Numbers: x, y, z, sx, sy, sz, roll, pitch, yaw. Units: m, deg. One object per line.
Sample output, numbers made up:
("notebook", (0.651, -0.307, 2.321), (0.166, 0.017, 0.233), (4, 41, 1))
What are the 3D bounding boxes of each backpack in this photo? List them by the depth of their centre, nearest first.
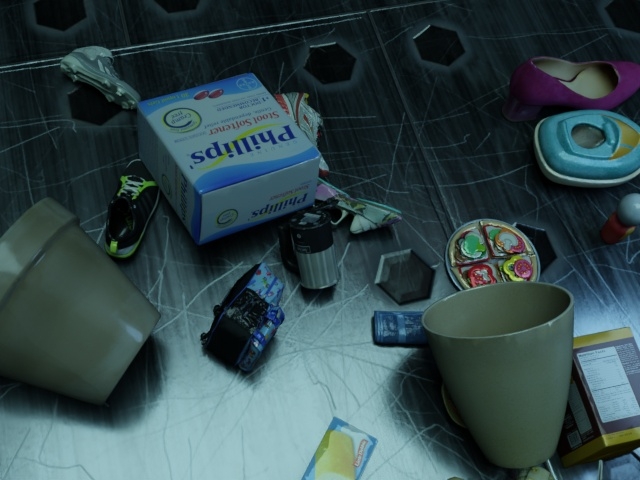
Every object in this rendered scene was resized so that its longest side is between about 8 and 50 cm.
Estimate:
("backpack", (-0.127, 0.134, 1.489), (0.116, 0.158, 0.173), (33, 53, 2))

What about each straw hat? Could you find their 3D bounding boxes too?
("straw hat", (0.261, 0.279, 1.496), (0.144, 0.061, 0.145), (9, 73, -30))

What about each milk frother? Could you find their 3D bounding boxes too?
("milk frother", (0.000, 0.000, 1.583), (0.143, 0.135, 0.129), (-25, 30, -29))

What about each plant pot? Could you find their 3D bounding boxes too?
("plant pot", (0.324, 0.242, 1.386), (0.256, 0.256, 0.274), (-15, 104, -13))
("plant pot", (-0.445, 0.132, 1.392), (0.280, 0.323, 0.323), (33, 63, -8))

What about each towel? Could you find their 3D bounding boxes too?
("towel", (0.164, 0.170, 1.564), (0.119, 0.029, 0.067), (2, 64, -5))

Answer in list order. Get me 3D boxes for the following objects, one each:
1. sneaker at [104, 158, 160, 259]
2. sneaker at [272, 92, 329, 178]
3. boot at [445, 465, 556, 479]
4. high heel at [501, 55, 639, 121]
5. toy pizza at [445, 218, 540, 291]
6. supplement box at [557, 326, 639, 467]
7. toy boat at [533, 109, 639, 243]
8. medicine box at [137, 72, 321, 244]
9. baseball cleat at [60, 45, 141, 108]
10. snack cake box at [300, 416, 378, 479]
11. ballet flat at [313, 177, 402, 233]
("sneaker", (-0.374, -0.072, 1.591), (0.084, 0.097, 0.235), (7, 63, -3))
("sneaker", (-0.028, -0.234, 1.717), (0.092, 0.088, 0.225), (-17, 66, -15))
("boot", (0.317, 0.447, 1.350), (0.262, 0.095, 0.203), (39, 35, -2))
("high heel", (0.598, -0.370, 1.798), (0.377, 0.181, 0.127), (-20, 67, -15))
("toy pizza", (0.358, 0.040, 1.649), (0.201, 0.032, 0.201), (2, 63, -5))
("supplement box", (0.500, 0.287, 1.450), (0.129, 0.191, 0.194), (-9, 65, -11))
("toy boat", (0.613, -0.155, 1.710), (0.267, 0.148, 0.318), (-6, 64, -9))
("medicine box", (-0.185, -0.169, 1.582), (0.263, 0.149, 0.289), (-21, 53, -26))
("baseball cleat", (-0.464, -0.367, 1.747), (0.205, 0.072, 0.109), (29, 57, 5))
("snack cake box", (-0.004, 0.447, 1.338), (0.089, 0.152, 0.264), (26, 63, 8))
("ballet flat", (0.057, -0.062, 1.654), (0.221, 0.077, 0.079), (23, 81, 11))
